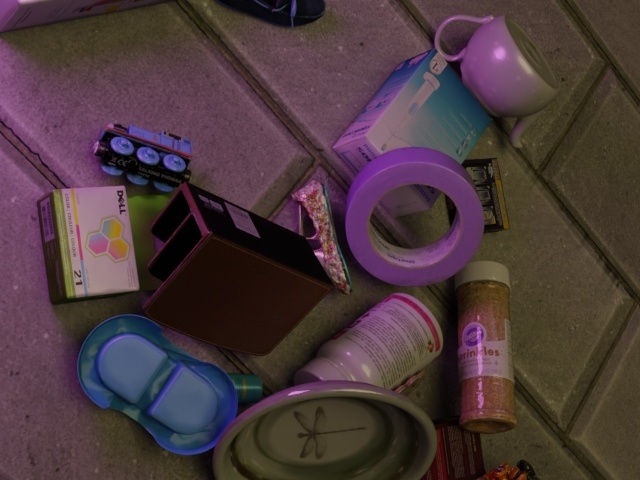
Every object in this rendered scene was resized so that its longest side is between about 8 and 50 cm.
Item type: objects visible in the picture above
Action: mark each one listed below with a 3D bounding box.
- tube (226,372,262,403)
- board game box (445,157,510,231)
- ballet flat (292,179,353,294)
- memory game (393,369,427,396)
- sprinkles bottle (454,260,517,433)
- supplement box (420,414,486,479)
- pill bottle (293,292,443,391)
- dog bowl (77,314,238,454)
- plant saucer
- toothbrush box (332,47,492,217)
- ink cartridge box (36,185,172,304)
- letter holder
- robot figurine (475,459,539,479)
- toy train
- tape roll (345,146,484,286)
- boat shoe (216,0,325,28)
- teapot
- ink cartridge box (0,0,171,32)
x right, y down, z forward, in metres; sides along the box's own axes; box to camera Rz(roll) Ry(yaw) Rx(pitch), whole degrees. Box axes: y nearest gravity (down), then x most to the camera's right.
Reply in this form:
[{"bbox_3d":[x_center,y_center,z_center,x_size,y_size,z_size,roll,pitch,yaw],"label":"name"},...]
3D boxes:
[{"bbox_3d":[-0.210,0.271,1.767,0.207,0.052,0.080,4,74,-26],"label":"tube"},{"bbox_3d":[0.352,-0.100,2.196,0.141,0.048,0.170,-5,84,-36],"label":"board game box"},{"bbox_3d":[0.000,0.000,1.941,0.077,0.091,0.240,-15,85,-4],"label":"ballet flat"},{"bbox_3d":[0.142,0.321,1.917,0.186,0.186,0.012,-33,72,-33],"label":"memory game"},{"bbox_3d":[0.349,0.223,2.048,0.121,0.121,0.355,19,58,-29],"label":"sprinkles bottle"},{"bbox_3d":[0.225,0.443,2.002,0.240,0.073,0.130,-3,84,-33],"label":"supplement box"},{"bbox_3d":[0.094,0.236,1.900,0.283,0.160,0.160,-33,100,-33],"label":"pill bottle"},{"bbox_3d":[-0.285,0.248,1.677,0.297,0.074,0.166,37,77,-16],"label":"dog bowl"},{"bbox_3d":[0.005,0.358,1.740,0.401,0.400,0.100,24,36,-28],"label":"plant saucer"},{"bbox_3d":[0.201,-0.228,2.072,0.216,0.126,0.295,47,60,-19],"label":"toothbrush box"},{"bbox_3d":[-0.347,0.001,1.691,0.255,0.097,0.188,-6,85,-33],"label":"ink cartridge box"},{"bbox_3d":[-0.170,0.065,1.749,0.302,0.214,0.152,25,24,-41],"label":"letter holder"},{"bbox_3d":[0.380,0.600,2.028,0.211,0.085,0.290,-20,109,-35],"label":"robot figurine"},{"bbox_3d":[-0.317,-0.154,1.740,0.184,0.080,0.105,17,40,-22],"label":"toy train"},{"bbox_3d":[0.187,-0.046,1.950,0.275,0.275,0.090,47,18,-18],"label":"tape roll"},{"bbox_3d":[-0.093,-0.487,1.946,0.258,0.089,0.108,-2,83,-34],"label":"boat shoe"},{"bbox_3d":[0.404,-0.377,2.206,0.253,0.187,0.256,22,42,-48],"label":"teapot"},{"bbox_3d":[-0.418,-0.551,1.702,0.385,0.160,0.279,-22,94,-34],"label":"ink cartridge box"}]
